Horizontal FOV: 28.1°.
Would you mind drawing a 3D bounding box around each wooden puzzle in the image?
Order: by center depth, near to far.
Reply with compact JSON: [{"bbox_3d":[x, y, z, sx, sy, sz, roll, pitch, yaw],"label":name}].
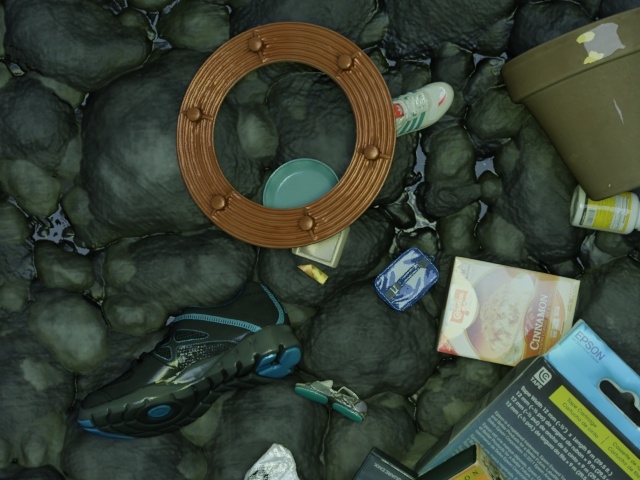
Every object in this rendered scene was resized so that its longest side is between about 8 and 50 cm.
[{"bbox_3d":[0.000,0.000,1.911,0.079,0.014,0.116,27,87,-2],"label":"wooden puzzle"}]

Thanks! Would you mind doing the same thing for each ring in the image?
[{"bbox_3d":[-0.056,-0.156,1.872,0.337,0.032,0.336,-1,86,14],"label":"ring"}]

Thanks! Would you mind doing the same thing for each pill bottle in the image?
[{"bbox_3d":[0.432,-0.044,1.889,0.116,0.065,0.065,10,86,0],"label":"pill bottle"}]

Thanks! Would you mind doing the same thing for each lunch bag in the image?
[{"bbox_3d":[0.129,0.056,1.881,0.098,0.065,0.067,-44,88,-2],"label":"lunch bag"}]

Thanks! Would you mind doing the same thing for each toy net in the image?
[{"bbox_3d":[-0.100,0.408,1.871,0.122,0.045,0.232,13,85,2],"label":"toy net"}]

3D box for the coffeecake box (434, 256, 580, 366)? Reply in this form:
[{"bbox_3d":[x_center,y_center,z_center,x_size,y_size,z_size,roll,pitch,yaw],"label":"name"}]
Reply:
[{"bbox_3d":[0.272,0.110,1.877,0.186,0.068,0.142,11,88,1],"label":"coffeecake box"}]

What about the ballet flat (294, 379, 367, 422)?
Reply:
[{"bbox_3d":[0.018,0.229,1.888,0.114,0.041,0.041,26,87,1],"label":"ballet flat"}]

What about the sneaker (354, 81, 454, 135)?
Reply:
[{"bbox_3d":[0.127,-0.189,1.891,0.161,0.075,0.057,-25,87,-2],"label":"sneaker"}]

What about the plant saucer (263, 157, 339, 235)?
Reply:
[{"bbox_3d":[-0.025,-0.062,1.898,0.119,0.021,0.119,-3,74,12],"label":"plant saucer"}]

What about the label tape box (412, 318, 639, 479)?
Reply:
[{"bbox_3d":[0.330,0.304,1.797,0.249,0.115,0.347,44,104,3],"label":"label tape box"}]

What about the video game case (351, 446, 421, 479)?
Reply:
[{"bbox_3d":[0.091,0.452,1.817,0.196,0.026,0.274,32,109,7],"label":"video game case"}]

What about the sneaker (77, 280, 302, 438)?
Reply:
[{"bbox_3d":[-0.198,0.180,1.864,0.341,0.125,0.139,-23,60,1],"label":"sneaker"}]

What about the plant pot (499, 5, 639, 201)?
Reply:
[{"bbox_3d":[0.416,-0.186,1.804,0.263,0.263,0.229,-21,89,-2],"label":"plant pot"}]

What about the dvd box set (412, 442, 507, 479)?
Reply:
[{"bbox_3d":[0.213,0.517,1.761,0.308,0.062,0.420,-35,102,17],"label":"dvd box set"}]
